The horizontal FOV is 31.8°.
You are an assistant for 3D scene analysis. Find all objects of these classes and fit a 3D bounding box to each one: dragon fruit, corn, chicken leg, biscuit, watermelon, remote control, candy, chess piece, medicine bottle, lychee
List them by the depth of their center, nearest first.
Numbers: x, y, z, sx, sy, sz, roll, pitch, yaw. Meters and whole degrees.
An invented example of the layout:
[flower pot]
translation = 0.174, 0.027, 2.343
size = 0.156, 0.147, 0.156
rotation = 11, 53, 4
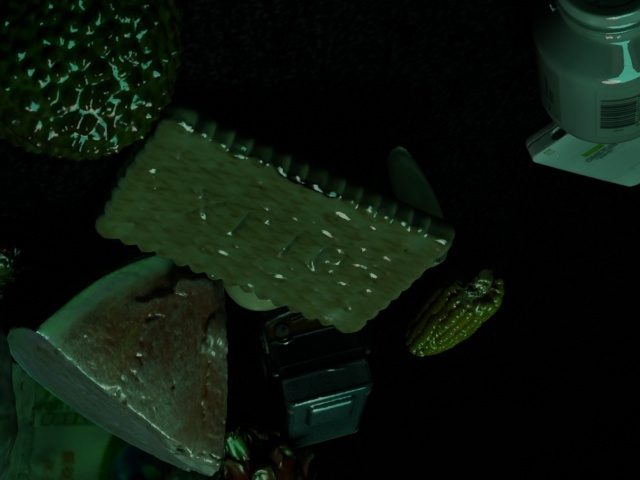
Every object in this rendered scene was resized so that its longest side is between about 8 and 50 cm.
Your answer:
[lychee]
translation = -0.167, -0.138, 0.778
size = 0.171, 0.171, 0.171
rotation = -15, 157, -7
[medicine bottle]
translation = 0.259, -0.185, 1.005
size = 0.135, 0.135, 0.215
rotation = -20, 157, 5
[chicken leg]
translation = -0.359, 0.007, 1.103
size = 0.106, 0.051, 0.253
rotation = -27, 155, 6
[biscuit]
translation = -0.049, -0.016, 1.129
size = 0.325, 0.044, 0.217
rotation = 23, 140, -18
[chess piece]
translation = 0.000, 0.000, 1.269
size = 0.261, 0.142, 0.143
rotation = -20, 158, 25
[watermelon]
translation = -0.197, 0.114, 1.312
size = 0.319, 0.222, 0.292
rotation = 40, 162, -22
[remote control]
translation = 0.355, -0.114, 1.366
size = 0.250, 0.034, 0.103
rotation = 6, 147, -45
[candy]
translation = -0.298, 0.301, 1.544
size = 0.172, 0.263, 0.398
rotation = -17, 161, 31
[dragon fruit]
translation = -0.092, 0.341, 1.613
size = 0.135, 0.137, 0.236
rotation = -5, 153, 30
[corn]
translation = 0.196, 0.105, 1.674
size = 0.097, 0.097, 0.261
rotation = -9, 157, -21

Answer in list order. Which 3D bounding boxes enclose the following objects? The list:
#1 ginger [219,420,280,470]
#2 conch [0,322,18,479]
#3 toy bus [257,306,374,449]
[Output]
[ginger]
translation = -0.225, 0.402, 2.060
size = 0.333, 0.080, 0.166
rotation = -20, 146, -3
[conch]
translation = -0.428, 0.144, 1.172
size = 0.277, 0.220, 0.195
rotation = 33, 149, -9
[toy bus]
translation = -0.011, 0.193, 1.629
size = 0.138, 0.167, 0.275
rotation = -13, 157, -9
